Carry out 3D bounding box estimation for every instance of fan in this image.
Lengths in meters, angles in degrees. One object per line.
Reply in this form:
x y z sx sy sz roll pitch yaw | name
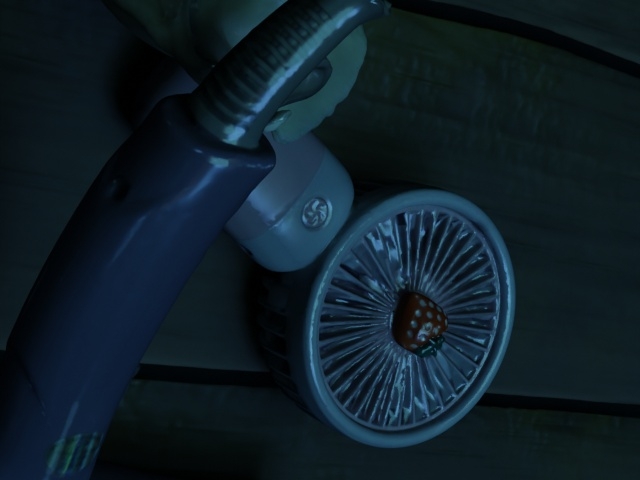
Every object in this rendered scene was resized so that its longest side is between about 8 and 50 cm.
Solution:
0.000 0.000 0.852 0.130 0.074 0.244 -52 125 -12 | fan

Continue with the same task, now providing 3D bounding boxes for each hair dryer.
-0.055 0.049 0.727 0.301 0.121 0.361 4 126 -43 | hair dryer

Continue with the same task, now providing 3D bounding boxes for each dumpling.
-0.029 -0.136 0.765 0.155 0.111 0.181 33 75 -50 | dumpling
